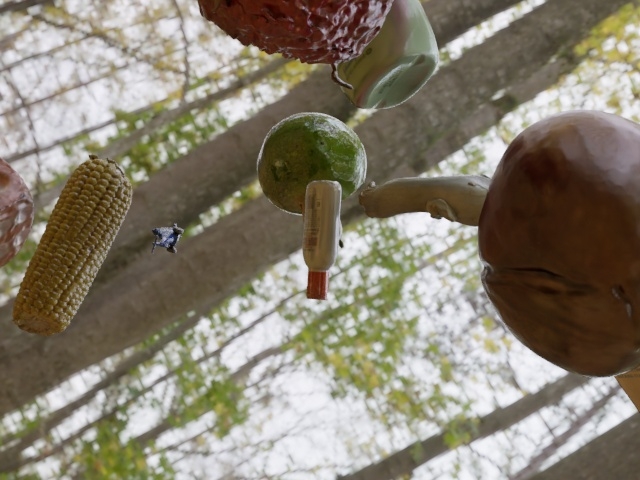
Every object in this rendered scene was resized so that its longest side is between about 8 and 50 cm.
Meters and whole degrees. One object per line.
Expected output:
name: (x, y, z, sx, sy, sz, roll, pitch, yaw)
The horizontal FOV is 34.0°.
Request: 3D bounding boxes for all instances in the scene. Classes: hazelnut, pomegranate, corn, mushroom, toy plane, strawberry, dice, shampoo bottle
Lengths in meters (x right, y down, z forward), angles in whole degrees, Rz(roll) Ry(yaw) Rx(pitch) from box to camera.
hazelnut: (0.380, 0.003, 1.445, 0.372, 0.316, 0.372, -10, 90, -90)
pomegranate: (-0.017, -0.122, 2.205, 0.236, 0.236, 0.301, 107, -18, -59)
corn: (-0.497, 0.009, 2.123, 0.144, 0.387, 0.144, 17, -16, 5)
mushroom: (0.204, -0.076, 1.911, 0.096, 0.278, 0.099, 37, 56, -70)
toy plane: (-0.316, -0.004, 2.122, 0.167, 0.062, 0.054, -101, -149, -79)
strawberry: (-0.017, -0.343, 1.417, 0.292, 0.292, 0.343, 44, 2, 42)
dice: (-0.600, -0.042, 1.762, 0.179, 0.175, 0.174, 34, -45, 8)
shampoo bottle: (0.071, -0.419, 1.891, 0.222, 0.151, 0.349, -50, -123, 49)
shampoo bottle: (0.000, 0.000, 1.946, 0.108, 0.051, 0.220, -178, -89, -65)

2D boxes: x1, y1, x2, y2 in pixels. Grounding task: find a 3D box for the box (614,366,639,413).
box: (0.575, 0.268, 1.787, 0.247, 0.033, 0.129, 54, -19, -2)
